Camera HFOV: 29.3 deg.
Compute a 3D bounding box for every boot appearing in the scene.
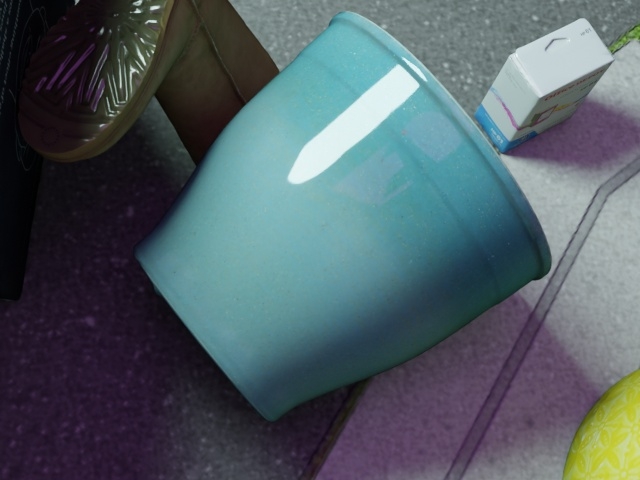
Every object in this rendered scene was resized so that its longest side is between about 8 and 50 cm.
[{"bbox_3d":[-0.117,-0.113,0.999,0.089,0.269,0.236,21,72,21],"label":"boot"}]

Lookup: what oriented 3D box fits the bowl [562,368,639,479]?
[{"bbox_3d":[0.357,0.216,1.006,0.289,0.156,0.289,3,69,-7],"label":"bowl"}]

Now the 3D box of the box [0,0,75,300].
[{"bbox_3d":[-0.318,-0.141,0.892,0.212,0.395,0.293,8,76,-5],"label":"box"}]

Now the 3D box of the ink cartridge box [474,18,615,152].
[{"bbox_3d":[0.206,-0.142,1.138,0.088,0.122,0.052,-28,75,-17],"label":"ink cartridge box"}]

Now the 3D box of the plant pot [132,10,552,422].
[{"bbox_3d":[0.000,0.000,0.989,0.255,0.271,0.271,-38,78,-6],"label":"plant pot"}]
